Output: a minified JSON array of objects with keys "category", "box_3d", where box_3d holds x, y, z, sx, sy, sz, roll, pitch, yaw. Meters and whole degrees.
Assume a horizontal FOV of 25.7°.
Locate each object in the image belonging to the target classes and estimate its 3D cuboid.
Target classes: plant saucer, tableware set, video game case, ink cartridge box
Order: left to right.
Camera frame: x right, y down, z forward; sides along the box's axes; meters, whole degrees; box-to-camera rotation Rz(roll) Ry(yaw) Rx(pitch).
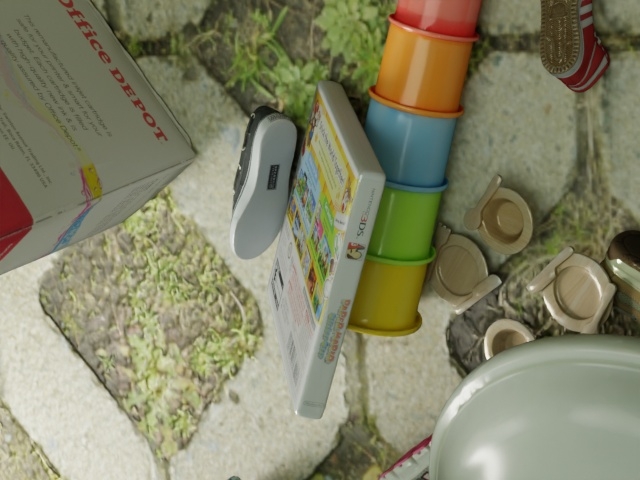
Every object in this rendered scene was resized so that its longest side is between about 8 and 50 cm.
[{"category":"ink cartridge box","box_3d":[-0.284,-0.093,1.196,0.131,0.306,0.226,-38,85,31]},{"category":"video game case","box_3d":[0.000,0.000,1.136,0.026,0.227,0.206,10,112,-12]},{"category":"tableware set","box_3d":[0.156,0.035,1.141,0.168,0.020,0.141,50,130,20]},{"category":"plant saucer","box_3d":[0.239,0.258,1.034,0.400,0.100,0.400,22,133,25]}]

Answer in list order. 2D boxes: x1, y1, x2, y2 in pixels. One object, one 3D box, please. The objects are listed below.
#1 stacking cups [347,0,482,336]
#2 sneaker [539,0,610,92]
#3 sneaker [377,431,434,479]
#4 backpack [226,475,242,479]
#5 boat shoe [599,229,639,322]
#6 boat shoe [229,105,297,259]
[{"category":"stacking cups","box_3d":[0.073,-0.080,1.134,0.096,0.096,0.316,22,113,21]},{"category":"sneaker","box_3d":[0.197,-0.172,1.079,0.042,0.067,0.118,1,74,30]},{"category":"sneaker","box_3d":[0.127,0.192,1.200,0.170,0.063,0.075,-41,85,33]},{"category":"backpack","box_3d":[-0.110,0.339,1.257,0.191,0.253,0.225,32,113,12]},{"category":"boat shoe","box_3d":[0.296,0.070,1.081,0.190,0.068,0.072,39,131,26]},{"category":"boat shoe","box_3d":[-0.054,-0.052,1.242,0.040,0.049,0.142,46,128,48]}]
